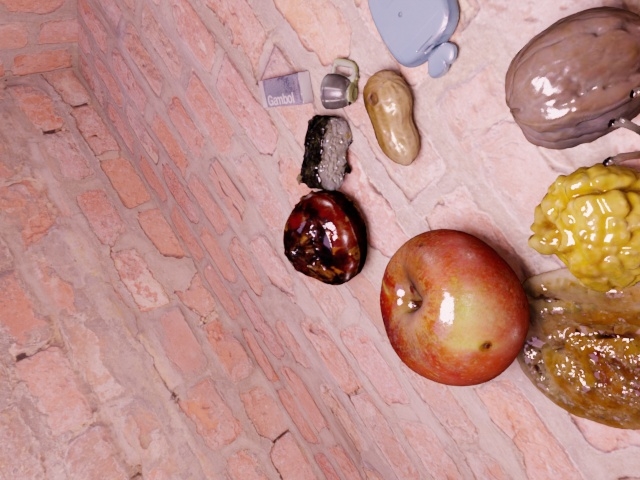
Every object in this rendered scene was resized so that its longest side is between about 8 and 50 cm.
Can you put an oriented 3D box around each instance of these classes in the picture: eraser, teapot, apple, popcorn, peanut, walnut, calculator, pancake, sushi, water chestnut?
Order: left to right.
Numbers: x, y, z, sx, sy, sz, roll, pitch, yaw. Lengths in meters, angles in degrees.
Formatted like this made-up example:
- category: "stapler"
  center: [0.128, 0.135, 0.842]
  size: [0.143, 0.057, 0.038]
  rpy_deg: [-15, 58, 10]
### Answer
- category: "eraser"
  center: [-0.111, -0.465, 1.348]
  size: [0.212, 0.046, 0.092]
  rpy_deg: [12, 120, 46]
- category: "water chestnut"
  center: [0.000, 0.000, 1.306]
  size: [0.299, 0.299, 0.301]
  rpy_deg: [28, 131, 38]
- category: "sushi"
  center: [0.019, -0.253, 1.259]
  size: [0.114, 0.147, 0.213]
  rpy_deg: [18, 107, 51]
- category: "teapot"
  center: [0.054, -0.411, 1.151]
  size: [0.090, 0.092, 0.124]
  rpy_deg: [13, 129, 27]
- category: "peanut"
  center: [0.178, -0.294, 1.053]
  size: [0.120, 0.110, 0.237]
  rpy_deg: [-10, 105, 43]
- category: "calculator"
  center: [0.202, -0.501, 0.955]
  size: [0.188, 0.042, 0.303]
  rpy_deg: [-37, 78, 52]
- category: "apple"
  center: [0.300, 0.151, 0.991]
  size: [0.348, 0.276, 0.350]
  rpy_deg: [-174, 90, -67]
- category: "walnut"
  center: [0.420, -0.261, 0.708]
  size: [0.224, 0.224, 0.225]
  rpy_deg: [28, 131, 38]
- category: "popcorn"
  center: [0.478, -0.019, 0.773]
  size: [0.202, 0.201, 0.226]
  rpy_deg: [-5, 147, 33]
- category: "pancake"
  center: [0.577, 0.227, 0.903]
  size: [0.386, 0.082, 0.388]
  rpy_deg: [22, 122, 39]

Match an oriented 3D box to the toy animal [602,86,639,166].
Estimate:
- category: "toy animal"
  center: [0.549, -0.129, 0.612]
  size: [0.259, 0.087, 0.244]
  rpy_deg: [14, 139, 4]
